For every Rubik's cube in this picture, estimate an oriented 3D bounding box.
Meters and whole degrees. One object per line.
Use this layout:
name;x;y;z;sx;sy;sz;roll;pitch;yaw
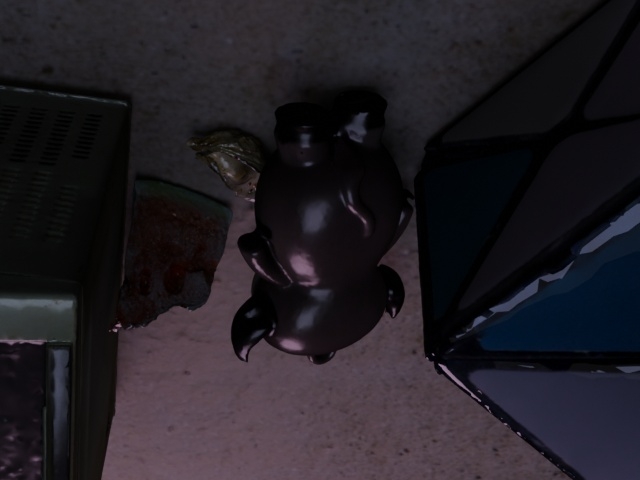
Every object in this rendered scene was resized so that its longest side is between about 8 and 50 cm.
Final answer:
Rubik's cube;0.270;0.011;0.804;0.310;0.305;0.307;-38;116;26

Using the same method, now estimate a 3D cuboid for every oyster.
oyster;-0.076;-0.069;0.934;0.080;0.038;0.083;10;152;6

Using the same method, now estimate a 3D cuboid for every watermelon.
watermelon;-0.134;0.012;0.933;0.097;0.158;0.121;8;99;-3

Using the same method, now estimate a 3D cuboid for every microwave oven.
microwave oven;-0.308;0.107;0.876;0.247;0.333;0.394;6;125;-7

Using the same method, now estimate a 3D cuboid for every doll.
doll;0.001;0.000;0.910;0.182;0.117;0.257;-14;130;-24
